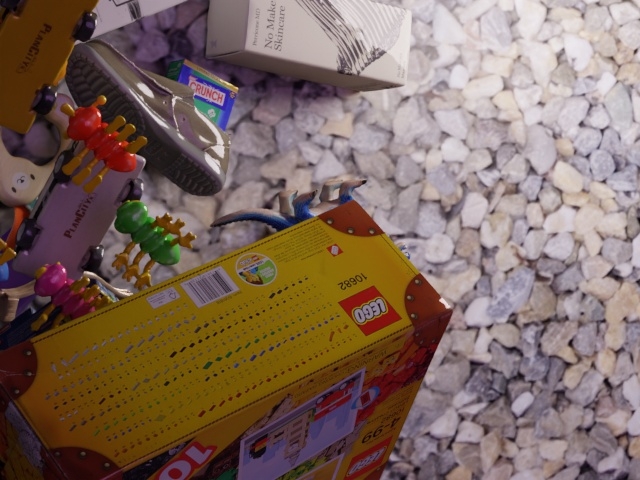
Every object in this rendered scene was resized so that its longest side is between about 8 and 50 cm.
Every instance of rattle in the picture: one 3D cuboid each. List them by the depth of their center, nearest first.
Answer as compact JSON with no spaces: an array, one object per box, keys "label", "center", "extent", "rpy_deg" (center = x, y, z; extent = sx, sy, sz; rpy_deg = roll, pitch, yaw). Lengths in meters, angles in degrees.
[{"label":"rattle","center":[-0.320,-0.096,1.902],"extent":[0.130,0.142,0.200],"rpy_deg":[23,63,-39]}]

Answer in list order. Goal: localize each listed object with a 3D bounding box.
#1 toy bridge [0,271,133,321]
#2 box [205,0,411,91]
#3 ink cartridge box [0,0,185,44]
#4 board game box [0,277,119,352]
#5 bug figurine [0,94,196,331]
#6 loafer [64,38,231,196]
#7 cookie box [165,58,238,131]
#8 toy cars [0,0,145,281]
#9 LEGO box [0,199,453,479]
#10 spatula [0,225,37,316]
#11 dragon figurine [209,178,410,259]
[{"label":"toy bridge","center":[-0.303,0.064,1.979],"extent":[0.188,0.026,0.063],"rpy_deg":[2,110,-42]},{"label":"box","center":[-0.013,-0.273,2.184],"extent":[0.275,0.094,0.113],"rpy_deg":[6,86,-38]},{"label":"ink cartridge box","center":[-0.266,-0.288,1.954],"extent":[0.203,0.148,0.086],"rpy_deg":[-29,105,-35]},{"label":"board game box","center":[-0.278,0.149,1.951],"extent":[0.194,0.060,0.194],"rpy_deg":[-35,129,10]},{"label":"bug figurine","center":[-0.273,-0.013,1.798],"extent":[0.279,0.072,0.216],"rpy_deg":[-39,107,11]},{"label":"loafer","center":[-0.206,-0.159,2.010],"extent":[0.251,0.094,0.087],"rpy_deg":[44,51,-23]},{"label":"cookie box","center":[-0.163,-0.162,2.101],"extent":[0.091,0.040,0.107],"rpy_deg":[26,73,-34]},{"label":"toy cars","center":[-0.297,-0.131,1.837],"extent":[0.176,0.087,0.394],"rpy_deg":[-15,121,-7]},{"label":"LEGO box","center":[-0.135,0.214,1.882],"extent":[0.500,0.372,0.193],"rpy_deg":[-24,60,-31]},{"label":"spatula","center":[-0.307,-0.042,1.995],"extent":[0.084,0.030,0.296],"rpy_deg":[47,64,-26]},{"label":"dragon figurine","center":[0.000,0.000,2.199],"extent":[0.289,0.085,0.144],"rpy_deg":[-14,98,-38]}]
